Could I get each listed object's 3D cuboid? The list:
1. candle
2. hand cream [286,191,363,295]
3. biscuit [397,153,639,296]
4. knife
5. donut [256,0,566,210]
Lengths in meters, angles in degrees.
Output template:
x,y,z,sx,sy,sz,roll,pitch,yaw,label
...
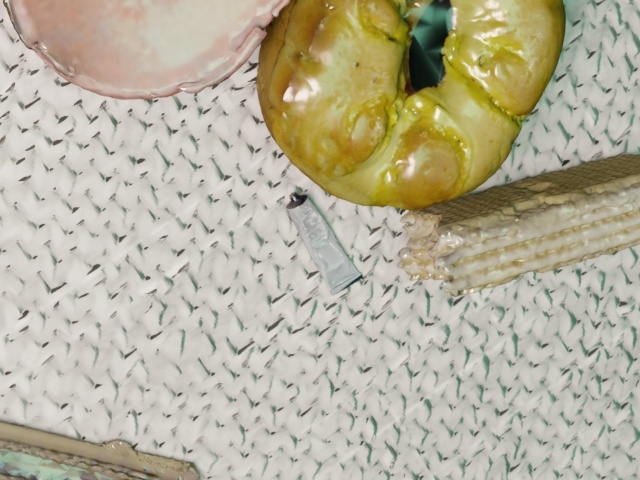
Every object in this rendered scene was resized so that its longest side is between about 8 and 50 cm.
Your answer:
x,y,z,sx,sy,sz,roll,pitch,yaw,label
-0.106,-0.274,1.087,0.287,0.131,0.316,-18,114,-12,candle
0.000,0.000,1.235,0.030,0.019,0.093,-35,116,-12,hand cream
0.182,-0.016,1.243,0.239,0.108,0.061,-16,102,-16,biscuit
-0.252,0.153,1.158,0.365,0.043,0.089,20,93,-22,knife
0.067,-0.150,1.169,0.209,0.128,0.261,29,89,-23,donut
